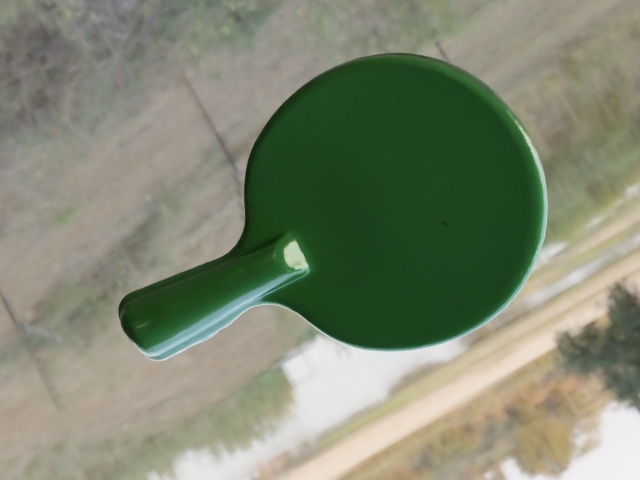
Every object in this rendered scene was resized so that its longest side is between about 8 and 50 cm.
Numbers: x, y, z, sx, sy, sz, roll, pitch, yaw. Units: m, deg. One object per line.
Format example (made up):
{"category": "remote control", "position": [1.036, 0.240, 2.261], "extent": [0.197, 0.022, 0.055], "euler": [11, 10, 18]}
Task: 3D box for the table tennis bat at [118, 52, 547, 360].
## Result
{"category": "table tennis bat", "position": [0.000, 0.000, 0.788], "extent": [0.257, 0.160, 0.039], "euler": [-26, -178, 18]}
